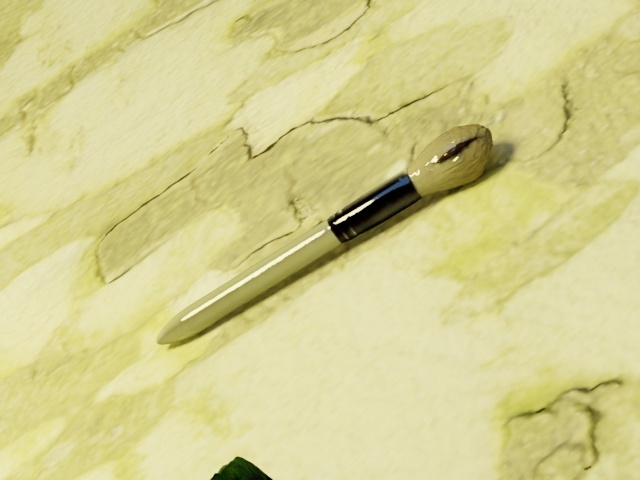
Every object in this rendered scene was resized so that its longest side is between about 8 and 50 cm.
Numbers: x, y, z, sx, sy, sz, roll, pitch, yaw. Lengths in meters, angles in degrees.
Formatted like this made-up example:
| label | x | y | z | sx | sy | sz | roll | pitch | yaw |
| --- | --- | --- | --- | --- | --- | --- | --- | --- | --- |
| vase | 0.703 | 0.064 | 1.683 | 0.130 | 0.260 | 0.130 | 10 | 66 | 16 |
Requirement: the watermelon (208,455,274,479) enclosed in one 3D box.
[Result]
| label | x | y | z | sx | sy | sz | roll | pitch | yaw |
| --- | --- | --- | --- | --- | --- | --- | --- | --- | --- |
| watermelon | -0.089 | 0.249 | 1.180 | 0.129 | 0.123 | 0.301 | -27 | 26 | 53 |

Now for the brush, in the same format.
| label | x | y | z | sx | sy | sz | roll | pitch | yaw |
| --- | --- | --- | --- | --- | --- | --- | --- | --- | --- |
| brush | 0.000 | 0.000 | 1.438 | 0.299 | 0.039 | 0.042 | -32 | 35 | 9 |
